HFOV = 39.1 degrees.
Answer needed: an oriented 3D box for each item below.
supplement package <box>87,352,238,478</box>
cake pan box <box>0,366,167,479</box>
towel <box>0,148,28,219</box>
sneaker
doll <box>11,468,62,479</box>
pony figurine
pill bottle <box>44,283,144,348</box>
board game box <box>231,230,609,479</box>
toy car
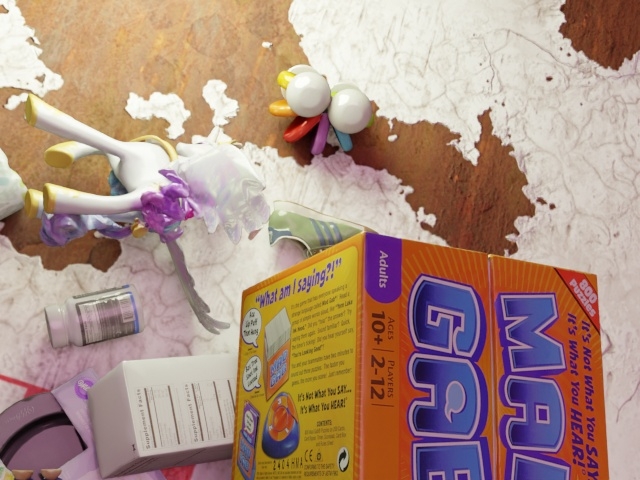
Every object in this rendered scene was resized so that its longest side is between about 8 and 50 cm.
[{"bbox_3d":[-0.190,0.248,1.302,0.244,0.139,0.134,1,65,-38],"label":"supplement package"},{"bbox_3d":[-0.369,0.349,1.298,0.246,0.070,0.267,-32,86,-26],"label":"cake pan box"},{"bbox_3d":[-0.669,-0.138,1.333,0.320,0.090,0.374,-33,86,-23],"label":"towel"},{"bbox_3d":[0.000,0.000,1.528,0.192,0.064,0.086,18,77,-12],"label":"sneaker"},{"bbox_3d":[-0.393,0.405,1.212,0.129,0.046,0.189,3,75,-17],"label":"doll"},{"bbox_3d":[-0.245,-0.065,1.357,0.363,0.303,0.351,3,47,-31],"label":"pony figurine"},{"bbox_3d":[-0.343,0.117,1.369,0.137,0.078,0.078,-12,78,-21],"label":"pill bottle"},{"bbox_3d":[0.116,0.225,1.184,0.356,0.356,0.356,10,72,-26],"label":"board game box"},{"bbox_3d":[-0.001,-0.217,1.559,0.182,0.159,0.136,20,104,-12],"label":"toy car"}]
